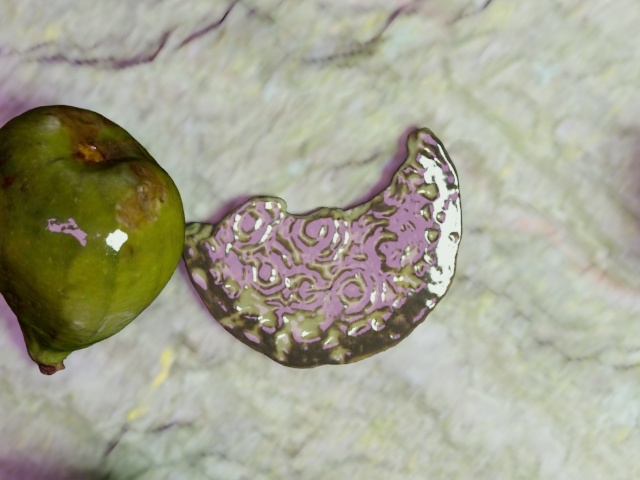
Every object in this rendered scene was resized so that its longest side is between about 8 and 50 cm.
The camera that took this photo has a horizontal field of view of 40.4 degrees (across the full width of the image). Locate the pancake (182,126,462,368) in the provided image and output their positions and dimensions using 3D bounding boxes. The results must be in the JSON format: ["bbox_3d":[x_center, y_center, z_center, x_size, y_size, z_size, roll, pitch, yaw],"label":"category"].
[{"bbox_3d":[0.000,0.000,0.593,0.190,0.020,0.184,14,101,-4],"label":"pancake"}]

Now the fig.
[{"bbox_3d":[-0.156,0.002,0.562,0.133,0.185,0.126,25,59,-2],"label":"fig"}]
